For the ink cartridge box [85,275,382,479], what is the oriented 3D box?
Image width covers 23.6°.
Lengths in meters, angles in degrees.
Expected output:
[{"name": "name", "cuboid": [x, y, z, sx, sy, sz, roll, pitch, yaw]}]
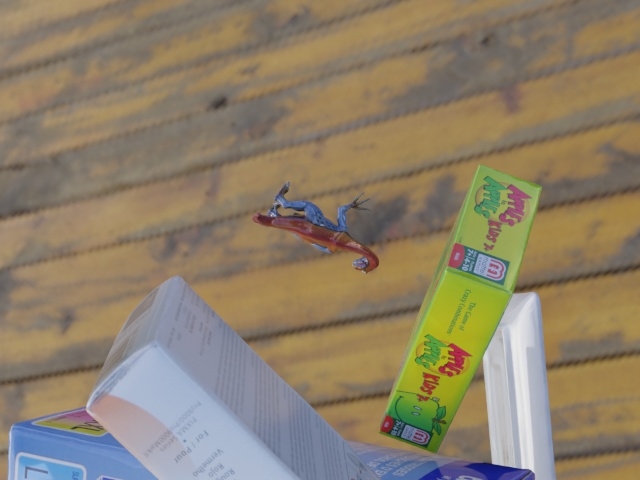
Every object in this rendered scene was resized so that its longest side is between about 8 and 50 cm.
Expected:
[{"name": "ink cartridge box", "cuboid": [-0.019, 0.101, 0.664, 0.045, 0.179, 0.145, -41, 8, 5]}]

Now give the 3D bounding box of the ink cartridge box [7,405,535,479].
[{"name": "ink cartridge box", "cuboid": [-0.013, 0.269, 1.017, 0.396, 0.151, 0.270, 7, 97, 23]}]

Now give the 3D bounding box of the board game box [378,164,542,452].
[{"name": "board game box", "cuboid": [0.087, 0.047, 0.976, 0.043, 0.181, 0.092, 19, 50, 2]}]

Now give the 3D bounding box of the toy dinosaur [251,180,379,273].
[{"name": "toy dinosaur", "cuboid": [0.000, 0.000, 1.045, 0.090, 0.082, 0.047, -44, -11, -51]}]

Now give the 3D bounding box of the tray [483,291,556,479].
[{"name": "tray", "cuboid": [0.163, 0.178, 1.254, 0.030, 0.145, 0.270, -5, 87, -6]}]
